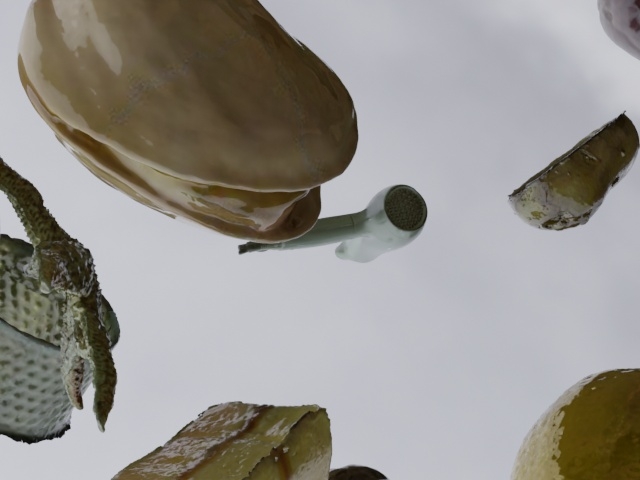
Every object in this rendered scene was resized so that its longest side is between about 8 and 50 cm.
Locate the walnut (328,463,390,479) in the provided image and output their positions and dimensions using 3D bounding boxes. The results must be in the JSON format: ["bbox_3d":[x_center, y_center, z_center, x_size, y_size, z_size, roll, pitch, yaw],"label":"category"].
[{"bbox_3d":[0.034,0.386,2.047,0.248,0.248,0.248,37,-158,-18],"label":"walnut"}]

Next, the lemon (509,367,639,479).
[{"bbox_3d":[0.423,0.381,2.406,0.364,0.364,0.364,37,-158,-18],"label":"lemon"}]

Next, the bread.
[{"bbox_3d":[-0.050,0.290,1.555,0.167,0.163,0.264,-42,-64,-42],"label":"bread"}]

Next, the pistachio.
[{"bbox_3d":[-0.122,-0.131,1.541,0.321,0.229,0.238,30,-133,-3],"label":"pistachio"}]

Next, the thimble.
[{"bbox_3d":[-0.402,0.120,2.215,0.270,0.150,0.271,31,-161,-12],"label":"thimble"}]

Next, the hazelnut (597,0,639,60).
[{"bbox_3d":[0.459,-0.289,2.095,0.229,0.229,0.229,37,-158,-18],"label":"hazelnut"}]

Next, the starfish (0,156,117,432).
[{"bbox_3d":[-0.256,0.062,1.729,0.347,0.078,0.358,90,154,-54],"label":"starfish"}]

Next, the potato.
[{"bbox_3d":[0.314,-0.074,2.040,0.081,0.164,0.200,52,-133,0],"label":"potato"}]

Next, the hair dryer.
[{"bbox_3d":[0.000,0.000,2.160,0.237,0.206,0.075,-9,-103,-22],"label":"hair dryer"}]
